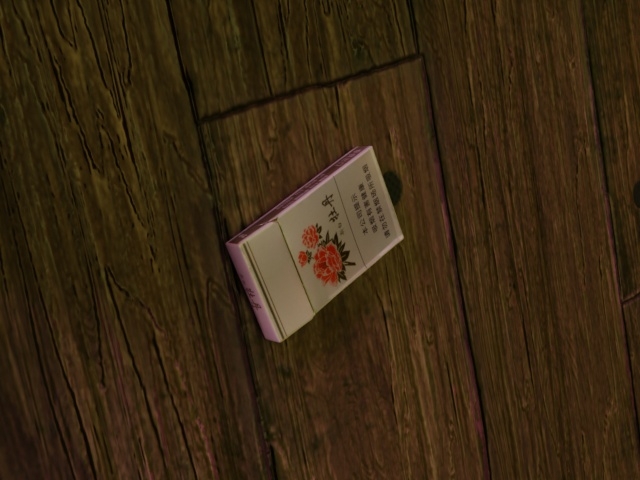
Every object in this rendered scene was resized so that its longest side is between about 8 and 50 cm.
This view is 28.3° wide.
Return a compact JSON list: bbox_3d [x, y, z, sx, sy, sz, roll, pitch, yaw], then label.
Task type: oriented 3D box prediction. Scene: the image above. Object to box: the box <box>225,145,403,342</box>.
[{"bbox_3d":[0.000,0.000,1.226,0.198,0.029,0.109,-39,118,-37],"label":"box"}]
